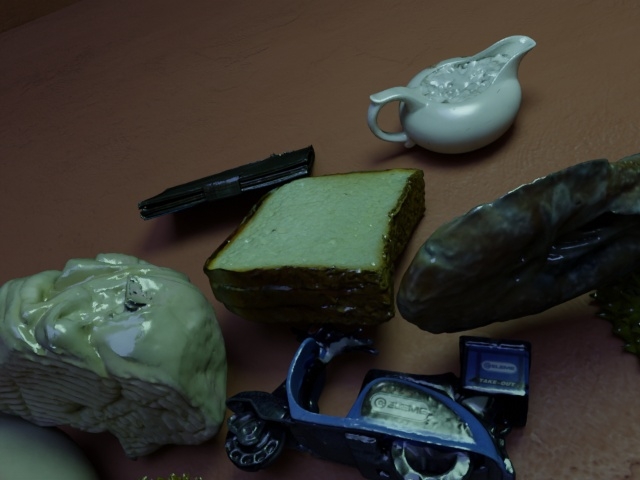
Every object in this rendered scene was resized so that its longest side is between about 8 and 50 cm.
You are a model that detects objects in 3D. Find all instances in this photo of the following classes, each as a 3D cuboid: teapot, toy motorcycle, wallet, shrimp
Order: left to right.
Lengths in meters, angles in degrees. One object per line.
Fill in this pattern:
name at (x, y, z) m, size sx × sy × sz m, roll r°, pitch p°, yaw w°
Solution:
wallet at (-0.165, -0.109, 0.935) m, size 0.317 × 0.044 × 0.169 m, roll -15°, pitch 17°, yaw 7°
toy motorcycle at (0.058, 0.195, 0.602) m, size 0.359 × 0.125 × 0.212 m, roll 3°, pitch 45°, yaw 20°
teapot at (0.227, -0.241, 0.867) m, size 0.298 × 0.139 × 0.204 m, roll -26°, pitch 51°, yaw -1°
shrimp at (0.282, -0.026, 0.520) m, size 0.446 × 0.221 × 0.109 m, roll -26°, pitch 52°, yaw 5°

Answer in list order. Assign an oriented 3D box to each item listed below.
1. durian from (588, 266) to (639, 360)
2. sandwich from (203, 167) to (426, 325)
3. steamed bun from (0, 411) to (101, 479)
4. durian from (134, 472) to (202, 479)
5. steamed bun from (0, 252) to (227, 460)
durian at (0.455, 0.087, 0.562) m, size 0.170 × 0.157 × 0.355 m, roll -5°, pitch 40°, yaw -31°
sandwich at (0.000, 0.000, 0.736) m, size 0.272 × 0.099 × 0.301 m, roll -4°, pitch 31°, yaw 24°
steamed bun at (-0.459, 0.372, 0.577) m, size 0.375 × 0.241 × 0.374 m, roll -13°, pitch 48°, yaw 15°
durian at (-0.151, 0.369, 0.534) m, size 0.138 × 0.183 × 0.249 m, roll -2°, pitch 37°, yaw -28°
steamed bun at (-0.270, 0.134, 0.660) m, size 0.275 × 0.320 × 0.206 m, roll -43°, pitch 28°, yaw 36°
